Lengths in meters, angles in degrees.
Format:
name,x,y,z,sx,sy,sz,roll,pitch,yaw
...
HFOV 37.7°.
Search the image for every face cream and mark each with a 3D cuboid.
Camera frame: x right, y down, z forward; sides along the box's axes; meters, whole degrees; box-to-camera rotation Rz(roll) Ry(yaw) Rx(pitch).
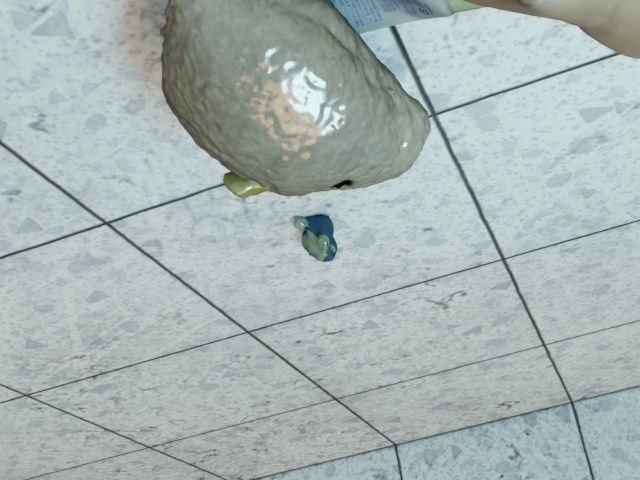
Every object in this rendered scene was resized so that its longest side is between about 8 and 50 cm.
name,x,y,z,sx,sy,sz,roll,pitch,yaw
face cream,0.068,-0.263,0.990,0.224,0.070,0.114,-6,152,21

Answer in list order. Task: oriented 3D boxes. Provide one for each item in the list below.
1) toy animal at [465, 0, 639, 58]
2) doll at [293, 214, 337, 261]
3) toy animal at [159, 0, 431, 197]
name,x,y,z,sx,sy,sz,roll,pitch,yaw
toy animal,0.216,-0.279,0.812,0.326,0.269,0.237,27,137,17
doll,0.000,0.000,1.439,0.050,0.076,0.083,-37,152,-23
toy animal,-0.051,-0.156,0.994,0.226,0.188,0.358,-14,139,34
